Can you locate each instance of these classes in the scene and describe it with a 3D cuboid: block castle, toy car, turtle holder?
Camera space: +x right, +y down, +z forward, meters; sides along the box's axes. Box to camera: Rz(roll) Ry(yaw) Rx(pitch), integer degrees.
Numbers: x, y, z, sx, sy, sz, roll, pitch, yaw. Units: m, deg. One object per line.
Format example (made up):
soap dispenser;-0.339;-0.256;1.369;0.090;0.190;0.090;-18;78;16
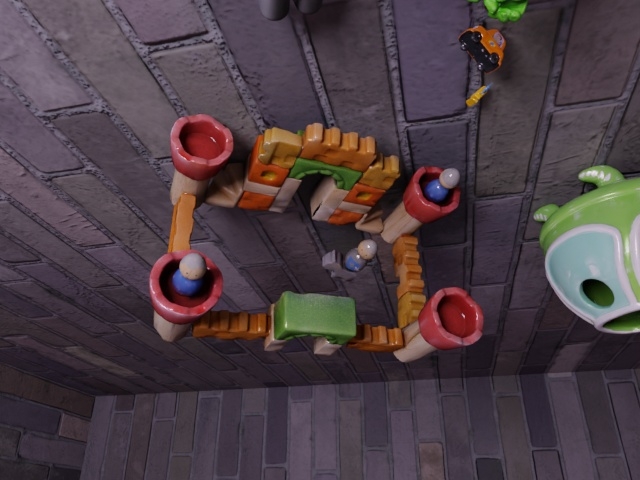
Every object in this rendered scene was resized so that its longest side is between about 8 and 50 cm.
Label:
block castle;0.000;0.000;0.772;0.453;0.303;0.213;9;150;-18
toy car;0.194;-0.220;0.661;0.040;0.060;0.122;-44;171;-7
turtle holder;0.527;0.016;0.877;0.243;0.228;0.320;26;143;-38

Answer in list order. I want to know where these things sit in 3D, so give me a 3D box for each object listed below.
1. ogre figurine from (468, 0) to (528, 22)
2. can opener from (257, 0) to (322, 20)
ogre figurine;0.114;-0.276;0.437;0.096;0.197;0.118;-34;175;-29
can opener;-0.024;-0.315;0.443;0.075;0.095;0.283;-17;164;-13
